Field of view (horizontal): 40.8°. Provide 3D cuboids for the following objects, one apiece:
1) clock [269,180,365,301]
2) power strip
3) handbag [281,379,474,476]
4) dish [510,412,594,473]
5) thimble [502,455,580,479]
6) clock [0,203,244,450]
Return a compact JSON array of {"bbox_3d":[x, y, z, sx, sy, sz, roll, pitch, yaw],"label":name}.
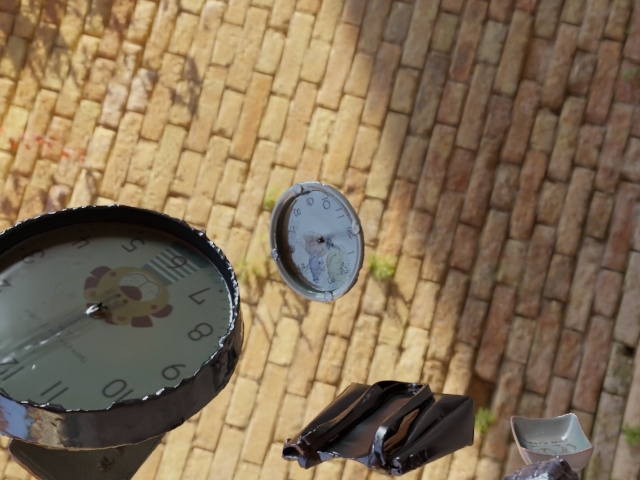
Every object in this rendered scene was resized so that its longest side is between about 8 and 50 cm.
[{"bbox_3d":[0.000,0.000,1.656,0.053,0.236,0.236,-13,-58,-51],"label":"clock"},{"bbox_3d":[-0.387,0.323,1.419,0.198,0.213,0.064,-50,23,-24],"label":"power strip"},{"bbox_3d":[0.100,0.334,1.514,0.257,0.285,0.113,-20,-76,-50],"label":"handbag"},{"bbox_3d":[0.498,0.445,1.859,0.212,0.151,0.077,-55,-39,-80],"label":"dish"},{"bbox_3d":[0.359,0.425,1.362,0.098,0.150,0.150,-27,28,34],"label":"thimble"},{"bbox_3d":[-0.234,0.076,0.912,0.312,0.312,0.061,-70,-9,-48],"label":"clock"}]
